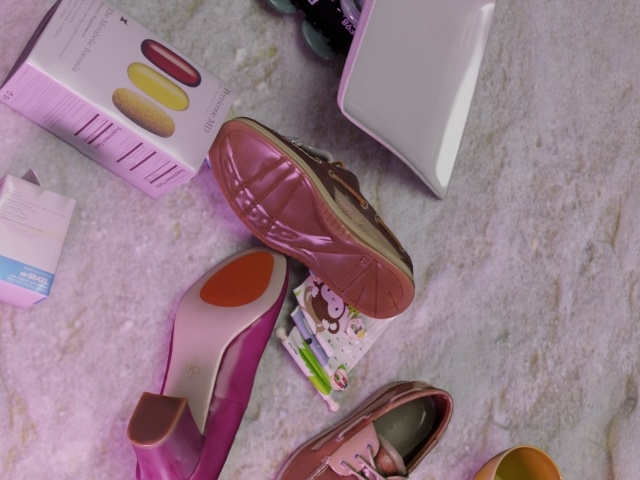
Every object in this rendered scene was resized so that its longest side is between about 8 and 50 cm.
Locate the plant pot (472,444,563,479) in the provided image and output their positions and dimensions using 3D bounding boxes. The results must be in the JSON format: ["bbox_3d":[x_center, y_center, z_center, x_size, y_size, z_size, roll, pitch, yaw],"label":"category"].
[{"bbox_3d":[0.265,0.361,1.658,0.134,0.095,0.134,9,72,-30],"label":"plant pot"}]

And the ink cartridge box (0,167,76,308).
[{"bbox_3d":[-0.354,-0.006,1.378,0.089,0.092,0.143,23,67,-25],"label":"ink cartridge box"}]

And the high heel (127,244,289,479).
[{"bbox_3d":[-0.130,0.176,1.493,0.377,0.127,0.181,-56,148,-39],"label":"high heel"}]

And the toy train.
[{"bbox_3d":[-0.003,-0.410,1.679,0.334,0.142,0.190,46,50,-14],"label":"toy train"}]

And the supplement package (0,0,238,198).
[{"bbox_3d":[-0.252,-0.183,1.462,0.244,0.134,0.139,33,63,-20],"label":"supplement package"}]

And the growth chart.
[{"bbox_3d":[0.033,0.092,1.614,0.172,0.021,0.237,50,62,-21],"label":"growth chart"}]

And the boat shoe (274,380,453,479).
[{"bbox_3d":[0.055,0.289,1.536,0.324,0.116,0.123,-43,101,-32],"label":"boat shoe"}]

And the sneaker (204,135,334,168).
[{"bbox_3d":[-0.067,-0.121,1.591,0.190,0.083,0.071,7,76,-29],"label":"sneaker"}]

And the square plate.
[{"bbox_3d":[0.137,-0.276,1.673,0.347,0.049,0.344,33,70,-55],"label":"square plate"}]

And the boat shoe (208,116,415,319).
[{"bbox_3d":[-0.002,-0.044,1.551,0.342,0.123,0.123,40,32,-11],"label":"boat shoe"}]
